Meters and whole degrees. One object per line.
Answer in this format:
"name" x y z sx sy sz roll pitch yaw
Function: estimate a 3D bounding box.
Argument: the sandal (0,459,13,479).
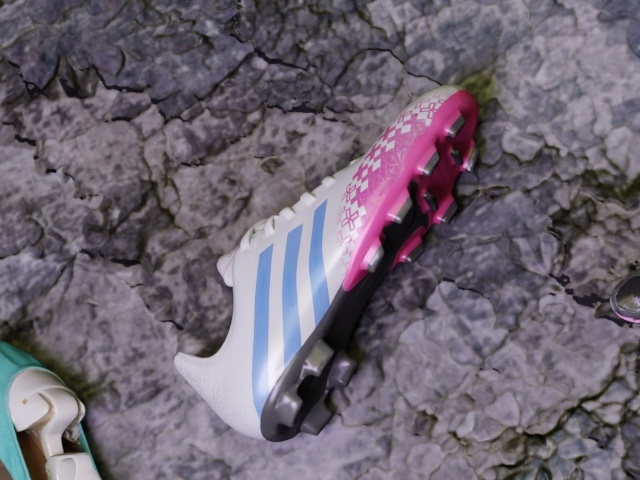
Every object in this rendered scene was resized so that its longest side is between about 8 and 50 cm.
"sandal" -0.281 0.250 1.455 0.079 0.088 0.240 -41 52 37

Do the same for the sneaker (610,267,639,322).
"sneaker" 0.278 0.029 1.333 0.119 0.057 0.047 -16 70 15

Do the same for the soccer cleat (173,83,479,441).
"soccer cleat" 0.000 0.000 1.403 0.143 0.116 0.331 29 84 24

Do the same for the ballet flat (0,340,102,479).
"ballet flat" -0.216 0.176 1.433 0.087 0.083 0.247 -41 64 40
